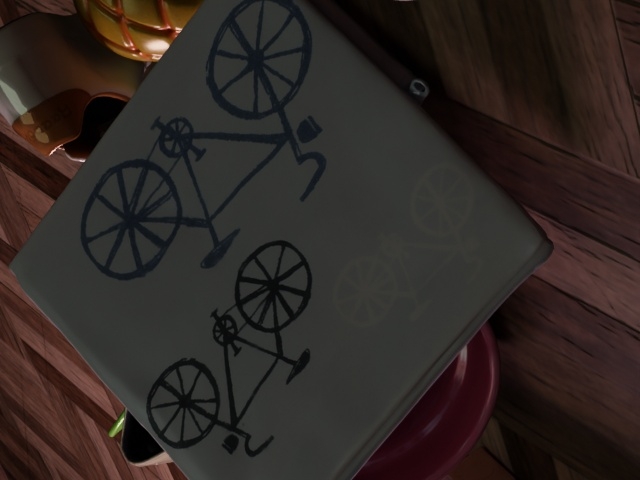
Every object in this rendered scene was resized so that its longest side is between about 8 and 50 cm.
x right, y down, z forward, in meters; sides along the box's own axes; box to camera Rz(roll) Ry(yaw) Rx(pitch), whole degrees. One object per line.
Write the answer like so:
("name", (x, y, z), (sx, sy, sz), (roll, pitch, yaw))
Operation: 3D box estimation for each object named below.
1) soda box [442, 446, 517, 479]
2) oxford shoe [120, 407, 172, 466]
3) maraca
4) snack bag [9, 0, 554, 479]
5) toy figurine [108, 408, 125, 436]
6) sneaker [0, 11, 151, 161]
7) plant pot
("soda box", (0.168, 0.253, 1.472), (0.181, 0.061, 0.058), (42, 155, 33))
("oxford shoe", (-0.116, 0.096, 1.723), (0.140, 0.147, 0.397), (50, 150, 30))
("maraca", (-0.114, -0.199, 1.368), (0.186, 0.099, 0.127), (-25, 116, 40))
("snack bag", (-0.033, 0.006, 1.266), (0.342, 0.323, 0.037), (46, -163, 28))
("toy figurine", (-0.115, 0.186, 1.963), (0.159, 0.173, 0.130), (36, -164, 0))
("sneaker", (-0.188, -0.119, 1.485), (0.123, 0.106, 0.290), (57, -160, -1))
("plant pot", (0.014, 0.077, 1.400), (0.201, 0.201, 0.180), (67, 173, -27))
